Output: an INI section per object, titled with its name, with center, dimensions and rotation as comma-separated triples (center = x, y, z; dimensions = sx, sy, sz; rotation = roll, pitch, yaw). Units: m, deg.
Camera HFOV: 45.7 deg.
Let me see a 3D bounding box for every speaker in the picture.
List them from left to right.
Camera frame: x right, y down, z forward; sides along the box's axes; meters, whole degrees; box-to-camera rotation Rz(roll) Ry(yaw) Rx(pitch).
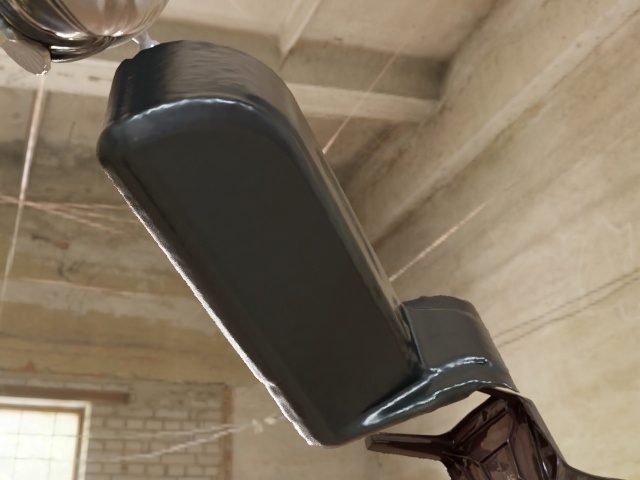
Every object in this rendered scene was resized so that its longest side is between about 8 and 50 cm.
[speaker]
center = 0.000, 0.000, 0.638
dimensions = 0.184, 0.180, 0.388
rotation = -27, -59, 7

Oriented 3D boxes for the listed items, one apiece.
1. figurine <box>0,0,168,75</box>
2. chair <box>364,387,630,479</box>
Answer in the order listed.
[figurine]
center = -0.295, -0.393, 0.882
dimensions = 0.253, 0.361, 0.211
rotation = -22, -3, 36
[chair]
center = 0.250, 0.297, 0.965
dimensions = 0.326, 0.183, 0.175
rotation = 17, -53, -38
